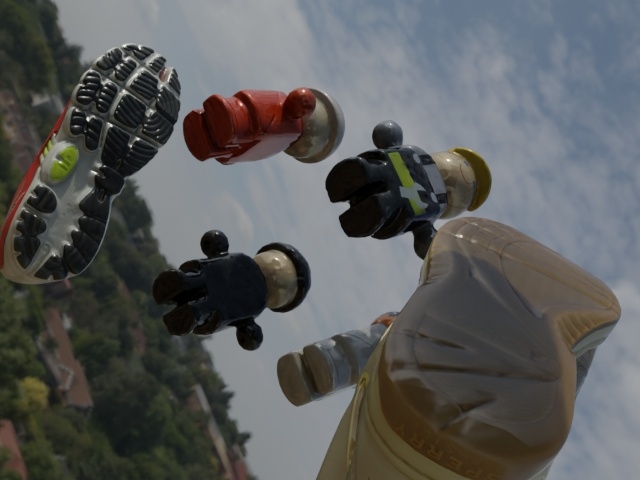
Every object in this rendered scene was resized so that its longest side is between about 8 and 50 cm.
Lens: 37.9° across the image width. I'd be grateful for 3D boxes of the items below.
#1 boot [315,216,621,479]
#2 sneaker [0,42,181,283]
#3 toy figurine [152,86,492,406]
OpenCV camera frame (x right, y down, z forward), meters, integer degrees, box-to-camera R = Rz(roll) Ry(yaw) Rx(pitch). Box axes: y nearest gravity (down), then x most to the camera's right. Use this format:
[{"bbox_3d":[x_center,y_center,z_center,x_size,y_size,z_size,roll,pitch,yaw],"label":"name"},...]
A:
[{"bbox_3d":[0.053,0.107,0.443,0.203,0.095,0.262,-68,169,22],"label":"boot"},{"bbox_3d":[-0.243,-0.082,0.930,0.107,0.279,0.118,42,-28,-29],"label":"sneaker"},{"bbox_3d":[0.000,0.000,0.686,0.209,0.148,0.213,24,-70,33],"label":"toy figurine"}]
